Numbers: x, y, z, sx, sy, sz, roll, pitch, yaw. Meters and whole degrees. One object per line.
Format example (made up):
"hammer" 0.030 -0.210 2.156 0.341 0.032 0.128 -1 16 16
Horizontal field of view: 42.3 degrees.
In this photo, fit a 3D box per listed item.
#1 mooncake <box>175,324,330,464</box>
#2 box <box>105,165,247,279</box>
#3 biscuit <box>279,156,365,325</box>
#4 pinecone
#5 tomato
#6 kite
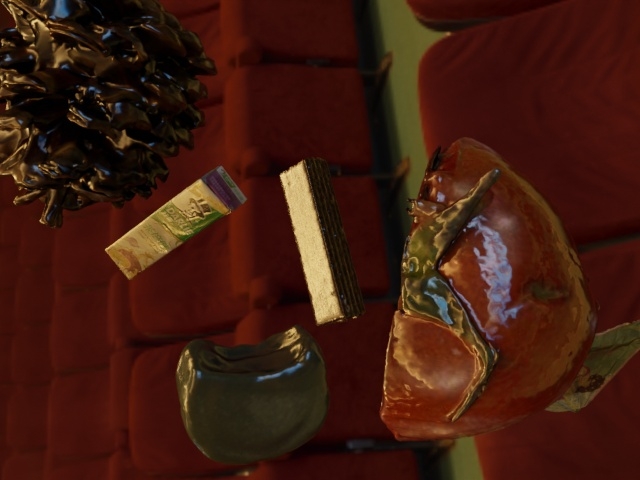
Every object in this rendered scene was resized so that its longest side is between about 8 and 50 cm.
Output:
"mooncake" -0.078 0.162 0.928 0.168 0.175 0.104 -55 30 17
"box" -0.167 -0.017 0.938 0.207 0.050 0.041 -30 11 40
"biscuit" 0.000 0.000 1.887 0.107 0.073 0.388 -25 75 46
"pinecone" -0.218 -0.146 0.810 0.243 0.244 0.257 116 159 -69
"tomato" 0.172 0.061 0.774 0.309 0.170 0.309 14 -90 -70
"kite" 0.263 0.155 0.990 0.268 0.323 0.013 47 -147 -42
